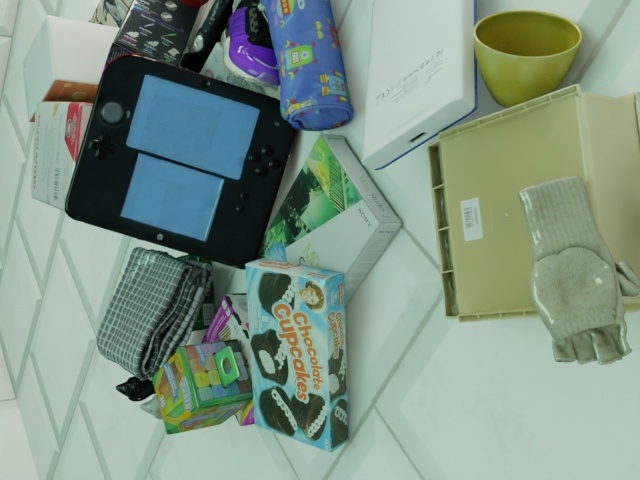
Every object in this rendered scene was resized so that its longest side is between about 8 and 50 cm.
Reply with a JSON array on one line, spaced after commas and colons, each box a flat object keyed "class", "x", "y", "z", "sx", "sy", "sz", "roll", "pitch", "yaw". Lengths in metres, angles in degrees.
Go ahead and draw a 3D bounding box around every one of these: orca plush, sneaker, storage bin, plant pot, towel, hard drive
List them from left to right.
[{"class": "towel", "x": -0.379, "y": 0.158, "z": 1.660, "sx": 0.235, "sy": 0.121, "sz": 0.284, "roll": 11, "pitch": 76, "yaw": 51}, {"class": "orca plush", "x": -0.217, "y": -0.441, "z": 1.640, "sx": 0.287, "sy": 0.102, "sz": 0.151, "roll": -51, "pitch": 7, "yaw": 34}, {"class": "sneaker", "x": -0.122, "y": -0.409, "z": 1.442, "sx": 0.146, "sy": 0.102, "sz": 0.293, "roll": -59, "pitch": 32, "yaw": 26}, {"class": "hard drive", "x": 0.145, "y": -0.284, "z": 1.088, "sx": 0.210, "sy": 0.040, "sz": 0.319, "roll": -29, "pitch": 47, "yaw": 49}, {"class": "plant pot", "x": 0.264, "y": -0.228, "z": 0.962, "sx": 0.134, "sy": 0.134, "sz": 0.095, "roll": 47, "pitch": 151, "yaw": 42}, {"class": "storage bin", "x": 0.274, "y": -0.031, "z": 0.940, "sx": 0.260, "sy": 0.123, "sz": 0.262, "roll": -13, "pitch": 80, "yaw": 53}]

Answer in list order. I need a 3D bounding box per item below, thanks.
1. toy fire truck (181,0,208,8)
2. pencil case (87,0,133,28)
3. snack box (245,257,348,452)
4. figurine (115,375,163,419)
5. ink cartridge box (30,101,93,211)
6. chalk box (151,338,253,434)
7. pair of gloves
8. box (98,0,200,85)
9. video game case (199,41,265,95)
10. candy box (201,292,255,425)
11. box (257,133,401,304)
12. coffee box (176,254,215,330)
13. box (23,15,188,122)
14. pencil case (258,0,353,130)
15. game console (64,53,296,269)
[{"class": "toy fire truck", "x": -0.284, "y": -0.654, "z": 1.537, "sx": 0.169, "sy": 0.302, "sz": 0.254, "roll": -19, "pitch": 79, "yaw": 30}, {"class": "pencil case", "x": -0.472, "y": -0.594, "z": 1.889, "sx": 0.410, "sy": 0.160, "sz": 0.183, "roll": -28, "pitch": 77, "yaw": 50}, {"class": "snack box", "x": -0.042, "y": 0.202, "z": 1.326, "sx": 0.187, "sy": 0.060, "sz": 0.322, "roll": 8, "pitch": 108, "yaw": 37}, {"class": "figurine", "x": -0.323, "y": 0.345, "z": 1.651, "sx": 0.215, "sy": 0.209, "sz": 0.092, "roll": 12, "pitch": 100, "yaw": 52}, {"class": "ink cartridge box", "x": -0.516, "y": -0.181, "z": 1.586, "sx": 0.306, "sy": 0.131, "sz": 0.226, "roll": 17, "pitch": 102, "yaw": 55}, {"class": "chalk box", "x": -0.227, "y": 0.283, "z": 1.469, "sx": 0.213, "sy": 0.132, "sz": 0.132, "roll": -46, "pitch": 56, "yaw": 44}, {"class": "pair of gloves", "x": 0.338, "y": 0.024, "z": 0.778, "sx": 0.042, "sy": 0.240, "sz": 0.204, "roll": 98, "pitch": 167, "yaw": -83}, {"class": "box", "x": -0.375, "y": -0.457, "z": 1.656, "sx": 0.165, "sy": 0.143, "sz": 0.270, "roll": -44, "pitch": 29, "yaw": 52}, {"class": "video game case", "x": -0.203, "y": -0.325, "z": 1.603, "sx": 0.157, "sy": 0.019, "sz": 0.143, "roll": 51, "pitch": 133, "yaw": 9}, {"class": "candy box", "x": -0.159, "y": 0.247, "z": 1.549, "sx": 0.233, "sy": 0.071, "sz": 0.159, "roll": 55, "pitch": 130, "yaw": 36}, {"class": "box", "x": 0.000, "y": 0.000, "z": 1.352, "sx": 0.322, "sy": 0.058, "sz": 0.232, "roll": -58, "pitch": 48, "yaw": 34}, {"class": "coffee box", "x": -0.297, "y": 0.122, "z": 1.755, "sx": 0.113, "sy": 0.040, "sz": 0.184, "roll": -16, "pitch": 77, "yaw": 51}, {"class": "box", "x": -0.513, "y": -0.391, "z": 1.789, "sx": 0.215, "sy": 0.345, "sz": 0.168, "roll": -29, "pitch": 67, "yaw": 49}, {"class": "pencil case", "x": -0.030, "y": -0.345, "z": 1.331, "sx": 0.133, "sy": 0.119, "sz": 0.306, "roll": -14, "pitch": 75, "yaw": 10}, {"class": "game console", "x": -0.267, "y": -0.154, "z": 1.434, "sx": 0.060, "sy": 0.386, "sz": 0.342, "roll": -177, "pitch": 105, "yaw": -85}]
